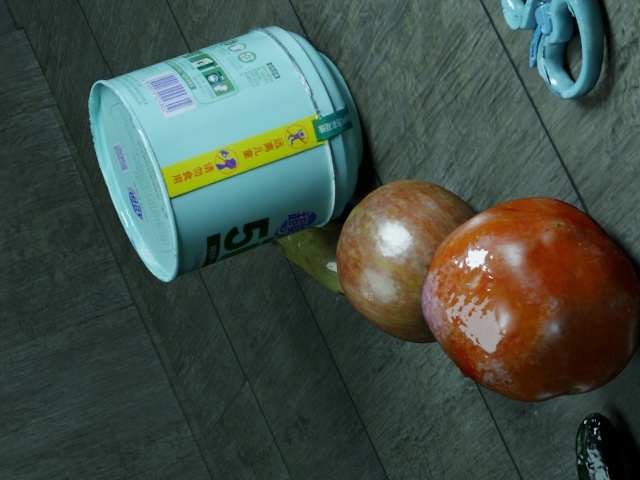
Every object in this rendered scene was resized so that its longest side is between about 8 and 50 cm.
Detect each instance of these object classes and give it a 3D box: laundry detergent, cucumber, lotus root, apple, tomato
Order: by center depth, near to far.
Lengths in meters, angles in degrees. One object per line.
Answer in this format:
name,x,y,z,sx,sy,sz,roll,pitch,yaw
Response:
tomato,0.219,0.054,1.966,0.232,0.232,0.188,51,132,44
cucumber,0.349,0.338,2.101,0.081,0.072,0.303,-29,79,27
apple,0.117,0.028,2.252,0.174,0.188,0.188,39,146,37
laundry detergent,-0.117,-0.127,2.550,0.287,0.305,0.287,55,156,38
lotus root,0.000,0.000,2.693,0.258,0.097,0.110,39,156,42

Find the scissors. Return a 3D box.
scissors,0.241,-0.293,1.822,0.180,0.032,0.393,59,158,28
